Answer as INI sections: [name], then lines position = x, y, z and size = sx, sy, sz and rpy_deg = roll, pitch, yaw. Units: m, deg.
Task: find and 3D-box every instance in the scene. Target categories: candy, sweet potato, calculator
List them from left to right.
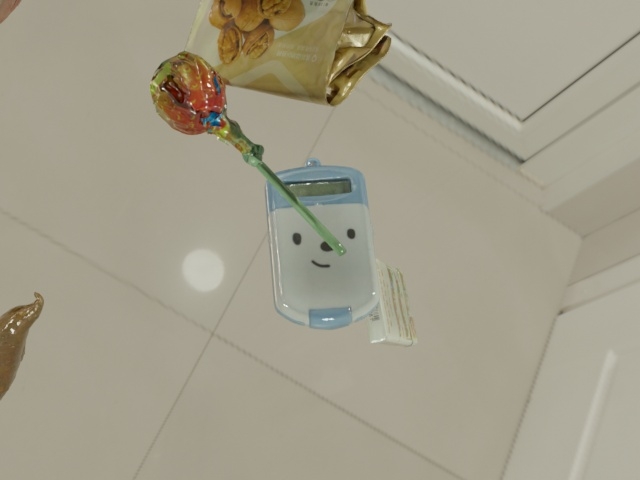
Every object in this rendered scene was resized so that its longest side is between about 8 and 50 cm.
[sweet potato]
position = -0.348, 0.129, 0.997
size = 0.060, 0.206, 0.068
rpy_deg = 37, 26, -2
[candy]
position = -0.051, -0.061, 0.712
size = 0.201, 0.060, 0.060
rpy_deg = 45, 61, 1
[calculator]
position = 0.000, 0.000, 1.059
size = 0.121, 0.039, 0.210
rpy_deg = -2, 68, -7

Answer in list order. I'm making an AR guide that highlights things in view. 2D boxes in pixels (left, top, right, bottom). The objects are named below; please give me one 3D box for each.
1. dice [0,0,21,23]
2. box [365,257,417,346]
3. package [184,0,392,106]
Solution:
[dice]
position = -0.545, -0.388, 1.342
size = 0.175, 0.174, 0.179
rpy_deg = -44, 90, -6
[box]
position = 0.098, 0.093, 1.357
size = 0.032, 0.220, 0.122
rpy_deg = -14, 79, 14
[package]
position = -0.046, -0.333, 1.558
size = 0.165, 0.311, 0.221
rpy_deg = 20, 86, -55
